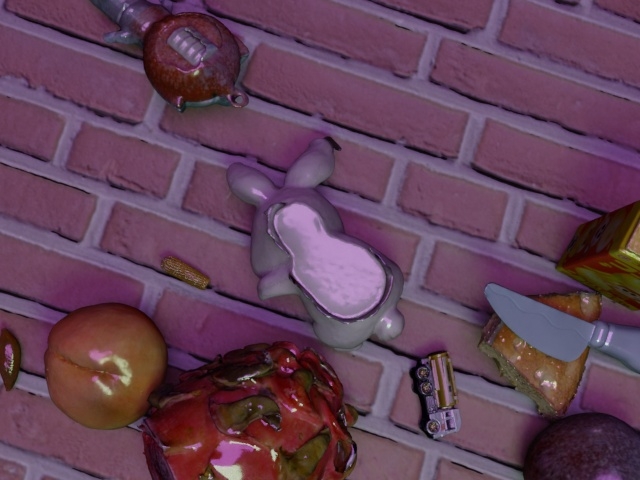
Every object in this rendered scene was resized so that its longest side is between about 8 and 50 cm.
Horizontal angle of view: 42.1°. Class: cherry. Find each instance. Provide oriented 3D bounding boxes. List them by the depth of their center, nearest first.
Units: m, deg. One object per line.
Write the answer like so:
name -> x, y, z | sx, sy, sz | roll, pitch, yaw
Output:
cherry -> 0.378, 0.318, 1.166 | 0.176, 0.140, 0.176 | 4, 54, -5

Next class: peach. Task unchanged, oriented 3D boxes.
peach -> -0.297, 0.173, 1.158 | 0.184, 0.184, 0.184 | 0, 83, -1

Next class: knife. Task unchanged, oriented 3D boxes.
knife -> 0.367, 0.137, 1.191 | 0.331, 0.044, 0.080 | 16, 88, -19

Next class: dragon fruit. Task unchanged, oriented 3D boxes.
dragon fruit -> -0.082, 0.269, 1.124 | 0.291, 0.250, 0.269 | -21, 102, -29

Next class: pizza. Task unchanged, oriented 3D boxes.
pizza -> 0.324, 0.135, 1.230 | 0.188, 0.080, 0.204 | 39, 73, -19

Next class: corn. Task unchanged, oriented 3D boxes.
corn -> -0.206, 0.048, 1.248 | 0.083, 0.027, 0.028 | 30, 92, 0

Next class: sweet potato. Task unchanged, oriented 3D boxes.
sweet potato -> -0.458, 0.175, 1.225 | 0.034, 0.034, 0.095 | -3, 93, -2

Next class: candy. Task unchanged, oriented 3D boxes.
candy -> 0.440, 0.026, 1.140 | 0.146, 0.276, 0.088 | 29, 84, 4

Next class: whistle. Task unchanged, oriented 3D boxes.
whistle -> -0.236, -0.307, 1.247 | 0.346, 0.134, 0.142 | 41, 93, 12

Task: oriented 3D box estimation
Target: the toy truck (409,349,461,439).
toy truck -> 0.172, 0.226, 1.222 | 0.063, 0.052, 0.123 | -9, 82, -8

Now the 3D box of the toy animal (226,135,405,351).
toy animal -> -0.004, 0.006, 1.197 | 0.208, 0.154, 0.325 | -17, 79, -10
